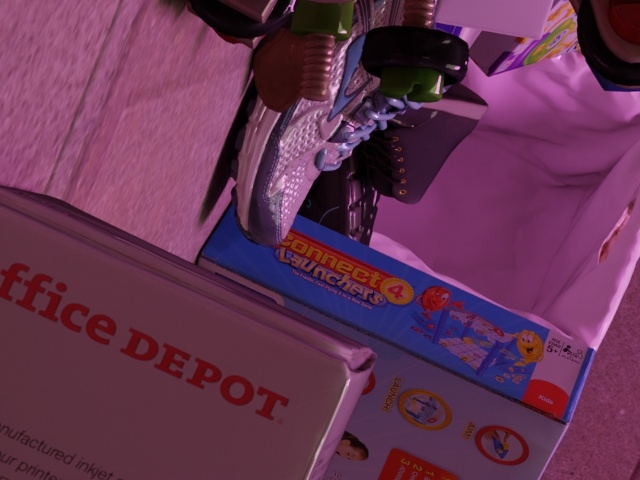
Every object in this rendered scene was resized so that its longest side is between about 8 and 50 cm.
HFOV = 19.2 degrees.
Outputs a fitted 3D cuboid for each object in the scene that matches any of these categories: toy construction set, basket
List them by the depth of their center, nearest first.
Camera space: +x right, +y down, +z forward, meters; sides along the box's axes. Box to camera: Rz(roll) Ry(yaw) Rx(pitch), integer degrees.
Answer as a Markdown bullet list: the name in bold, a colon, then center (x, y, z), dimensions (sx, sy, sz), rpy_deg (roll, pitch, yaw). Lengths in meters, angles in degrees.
- **toy construction set**: center (0.051, -0.210, 0.908), dimensions (0.309, 0.257, 0.237), rpy_deg (19, 77, -63)
- **basket**: center (0.189, -0.043, 2.142), dimensions (0.328, 0.331, 0.266), rpy_deg (-64, -178, -19)

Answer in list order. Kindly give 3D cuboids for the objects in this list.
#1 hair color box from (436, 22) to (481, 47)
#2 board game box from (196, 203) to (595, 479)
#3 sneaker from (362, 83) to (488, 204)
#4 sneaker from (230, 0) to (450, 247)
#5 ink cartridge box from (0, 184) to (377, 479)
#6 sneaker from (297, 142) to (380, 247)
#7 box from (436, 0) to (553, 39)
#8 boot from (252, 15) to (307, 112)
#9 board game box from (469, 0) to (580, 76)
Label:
- **hair color box**: center (0.138, -0.319, 1.632), dimensions (0.339, 0.110, 0.185), rpy_deg (-66, 174, 31)
- **board game box**: center (0.025, 0.146, 1.522), dimensions (0.308, 0.302, 0.086), rpy_deg (110, 6, -45)
- **sneaker**: center (0.062, -0.094, 1.710), dimensions (0.222, 0.083, 0.118), rpy_deg (8, 116, -53)
- **sneaker**: center (0.028, -0.117, 1.329), dimensions (0.110, 0.122, 0.283), rpy_deg (-30, 144, -81)
- **ink cartridge box**: center (-0.101, 0.115, 0.763), dimensions (0.168, 0.171, 0.232), rpy_deg (4, 111, -85)
- **sneaker**: center (0.000, 0.000, 1.829), dimensions (0.101, 0.106, 0.267), rpy_deg (-45, 140, -62)
- **box**: center (0.142, -0.264, 1.468), dimensions (0.130, 0.091, 0.170), rpy_deg (-99, -159, -56)
- **boot**: center (-0.008, -0.152, 1.257), dimensions (0.118, 0.042, 0.087), rpy_deg (109, 5, -52)
- **board game box**: center (0.232, -0.282, 1.967), dimensions (0.144, 0.142, 0.275), rpy_deg (-47, 167, 30)
